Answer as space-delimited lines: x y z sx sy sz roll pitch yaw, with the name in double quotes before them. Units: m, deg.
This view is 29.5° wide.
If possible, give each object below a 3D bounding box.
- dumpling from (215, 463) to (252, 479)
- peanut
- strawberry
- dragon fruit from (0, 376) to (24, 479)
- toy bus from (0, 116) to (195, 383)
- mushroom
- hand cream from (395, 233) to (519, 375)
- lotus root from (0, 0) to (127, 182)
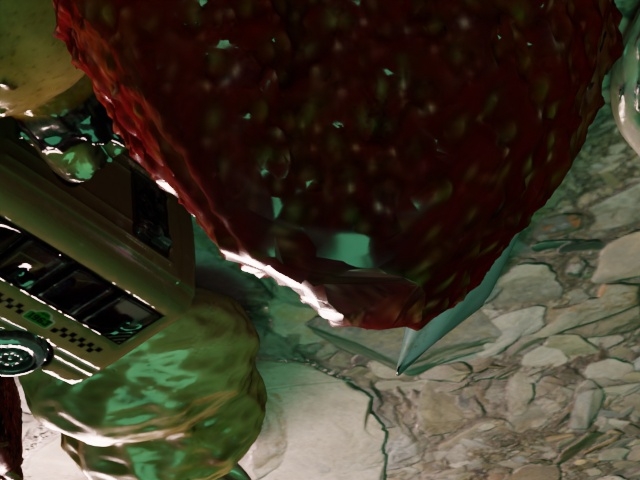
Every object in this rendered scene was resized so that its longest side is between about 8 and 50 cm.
"dumpling" -0.148 0.227 1.166 0.169 0.099 0.134 -4 175 -16
"peanut" -0.139 0.128 1.011 0.197 0.110 0.233 -11 142 1
"strawberry" 0.015 -0.085 0.529 0.250 0.288 0.238 -11 140 2
"dragon fruit" -0.328 0.152 1.021 0.161 0.127 0.120 2 131 -3
"toy bus" -0.218 -0.028 0.784 0.157 0.139 0.289 -29 137 23
"mushroom" 0.246 -0.081 0.839 0.068 0.043 0.306 -37 133 11
"hand cream" 0.115 -0.018 0.882 0.111 0.070 0.312 -36 156 -32
"lotus root" -0.177 -0.147 0.600 0.183 0.182 0.310 -13 143 11
